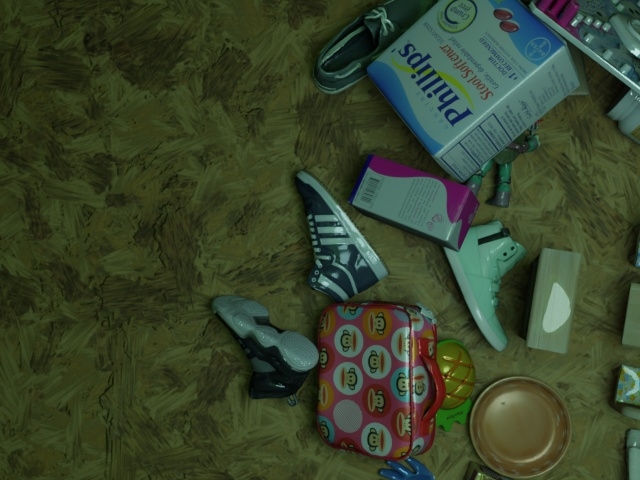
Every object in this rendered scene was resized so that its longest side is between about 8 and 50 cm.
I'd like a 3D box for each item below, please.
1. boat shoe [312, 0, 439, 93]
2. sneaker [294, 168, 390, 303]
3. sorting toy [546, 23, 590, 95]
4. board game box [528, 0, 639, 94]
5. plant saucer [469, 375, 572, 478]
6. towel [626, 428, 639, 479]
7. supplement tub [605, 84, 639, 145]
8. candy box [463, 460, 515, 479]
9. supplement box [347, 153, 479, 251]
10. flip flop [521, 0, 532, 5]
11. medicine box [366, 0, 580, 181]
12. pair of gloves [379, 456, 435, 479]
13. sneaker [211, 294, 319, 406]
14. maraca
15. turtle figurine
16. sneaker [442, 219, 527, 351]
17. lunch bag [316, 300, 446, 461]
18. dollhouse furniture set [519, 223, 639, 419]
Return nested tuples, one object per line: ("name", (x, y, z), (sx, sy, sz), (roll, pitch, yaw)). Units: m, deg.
("boat shoe", (0.119, -0.426, 1.350), (0.319, 0.099, 0.116), (-36, 83, 1))
("sneaker", (0.000, 0.000, 1.326), (0.153, 0.099, 0.282), (-38, 86, -1))
("sorting toy", (0.435, -0.371, 1.332), (0.208, 0.038, 0.193), (-1, 68, 1))
("board game box", (0.604, -0.382, 1.197), (0.390, 0.050, 0.390), (40, 46, 5))
("plant saucer", (0.395, 0.369, 1.290), (0.199, 0.037, 0.200), (0, 85, 4))
("towel", (0.718, 0.518, 1.177), (0.311, 0.056, 0.325), (10, 58, 6))
("supplement tub", (0.681, -0.239, 1.263), (0.199, 0.144, 0.144), (37, 89, 6))
("candy box", (0.408, 0.584, 1.247), (0.316, 0.087, 0.183), (23, 89, 7))
("supplement box", (0.185, -0.074, 1.277), (0.219, 0.114, 0.111), (24, 88, 28))
("flip flop", (0.414, -0.538, 1.350), (0.276, 0.080, 0.113), (2, 79, -10))
("medicine box", (0.283, -0.311, 1.230), (0.289, 0.149, 0.264), (-40, 59, 15))
("pair of gloves", (0.173, 0.543, 1.305), (0.159, 0.023, 0.198), (23, 87, 7))
("sneaker", (-0.133, 0.228, 1.315), (0.268, 0.101, 0.153), (29, 115, 28))
("maraca", (0.255, 0.286, 1.282), (0.127, 0.099, 0.186), (-15, 101, -23))
("turtle figurine", (0.357, -0.192, 1.308), (0.175, 0.118, 0.234), (16, 93, 6))
("sneaker", (0.355, 0.084, 1.286), (0.151, 0.094, 0.256), (-23, 81, 9))
("lunch bag", (0.120, 0.261, 1.231), (0.258, 0.120, 0.294), (-2, 84, 39))
("dollhouse furniture set", (0.575, 0.136, 1.154), (0.393, 0.256, 0.363), (9, 86, 16))
